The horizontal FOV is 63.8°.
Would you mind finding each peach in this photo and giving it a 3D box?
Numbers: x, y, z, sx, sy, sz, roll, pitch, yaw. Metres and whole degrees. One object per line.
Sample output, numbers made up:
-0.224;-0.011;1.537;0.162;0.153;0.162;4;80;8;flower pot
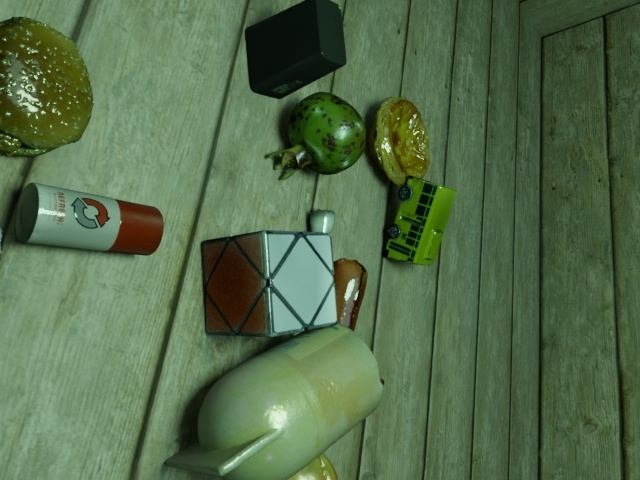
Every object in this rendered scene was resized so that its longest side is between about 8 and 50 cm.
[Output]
-0.049;0.539;1.105;0.184;0.184;0.184;11;76;-47;peach

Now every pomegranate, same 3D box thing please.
-0.003;-0.248;1.281;0.263;0.211;0.211;-43;118;-16;pomegranate

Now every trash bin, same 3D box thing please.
-0.057;-0.455;1.221;0.115;0.225;0.165;-1;84;-50;trash bin

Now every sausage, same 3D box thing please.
0.043;0.208;1.294;0.102;0.102;0.330;21;80;-45;sausage

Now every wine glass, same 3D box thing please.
0.000;0.000;1.323;0.072;0.072;0.155;18;70;-46;wine glass

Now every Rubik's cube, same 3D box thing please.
-0.106;0.091;1.089;0.205;0.205;0.207;3;80;-49;Rubik's cube

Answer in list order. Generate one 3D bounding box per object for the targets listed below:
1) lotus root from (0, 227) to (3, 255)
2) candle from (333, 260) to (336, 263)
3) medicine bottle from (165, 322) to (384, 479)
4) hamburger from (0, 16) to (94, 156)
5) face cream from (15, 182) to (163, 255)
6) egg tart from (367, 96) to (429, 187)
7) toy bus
-0.548;0.025;0.620;0.272;0.192;0.272;28;51;-41;lotus root
0.045;0.137;1.366;0.048;0.053;0.162;-74;153;-81;candle
-0.087;0.341;1.028;0.406;0.236;0.235;-20;99;-43;medicine bottle
-0.458;-0.230;0.809;0.189;0.122;0.215;14;75;-49;hamburger
-0.385;-0.031;0.875;0.214;0.096;0.095;10;76;-48;face cream
0.235;-0.305;1.611;0.295;0.116;0.294;7;81;-49;egg tart
0.303;-0.051;1.564;0.128;0.150;0.262;6;104;-50;toy bus
